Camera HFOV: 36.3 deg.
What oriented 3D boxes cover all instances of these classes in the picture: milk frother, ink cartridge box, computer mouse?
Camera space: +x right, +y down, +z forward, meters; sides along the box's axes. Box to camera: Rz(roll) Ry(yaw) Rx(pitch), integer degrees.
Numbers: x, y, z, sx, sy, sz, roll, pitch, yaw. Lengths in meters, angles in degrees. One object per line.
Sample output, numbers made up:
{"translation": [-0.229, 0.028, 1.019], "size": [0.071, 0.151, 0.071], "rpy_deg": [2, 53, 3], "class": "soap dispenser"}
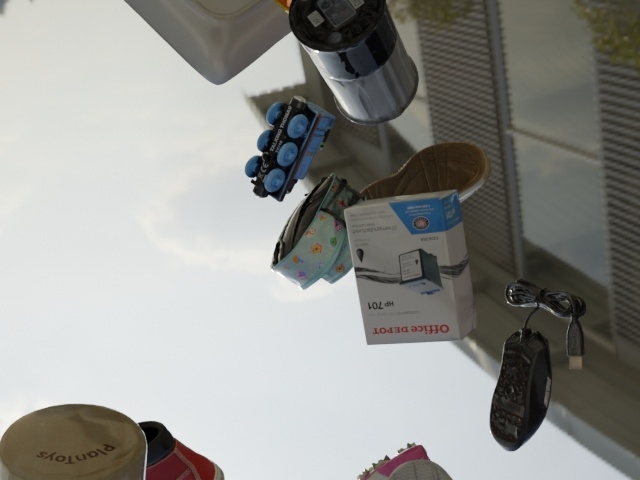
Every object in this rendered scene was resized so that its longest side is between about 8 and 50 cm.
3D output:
{"translation": [0.055, -0.197, 0.858], "size": [0.143, 0.129, 0.135], "rpy_deg": [-19, 155, 11], "class": "milk frother"}
{"translation": [0.122, 0.037, 1.299], "size": [0.139, 0.191, 0.082], "rpy_deg": [-6, -173, 25], "class": "ink cartridge box"}
{"translation": [0.335, 0.192, 1.447], "size": [0.060, 0.262, 0.184], "rpy_deg": [9, 177, -25], "class": "computer mouse"}

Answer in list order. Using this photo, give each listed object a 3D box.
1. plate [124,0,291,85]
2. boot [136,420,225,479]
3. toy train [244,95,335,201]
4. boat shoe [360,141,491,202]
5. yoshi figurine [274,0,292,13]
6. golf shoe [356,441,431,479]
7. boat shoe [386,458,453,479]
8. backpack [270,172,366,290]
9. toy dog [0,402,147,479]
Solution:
{"translation": [-0.117, -0.351, 1.140], "size": [0.277, 0.278, 0.045], "rpy_deg": [-42, 171, -26], "class": "plate"}
{"translation": [-0.279, 0.330, 1.332], "size": [0.244, 0.176, 0.088], "rpy_deg": [-29, -140, 16], "class": "boot"}
{"translation": [-0.053, -0.152, 1.630], "size": [0.080, 0.184, 0.105], "rpy_deg": [35, -161, 35], "class": "toy train"}
{"translation": [0.211, -0.097, 1.893], "size": [0.110, 0.122, 0.341], "rpy_deg": [14, 157, -37], "class": "boat shoe"}
{"translation": [0.074, -0.398, 0.977], "size": [0.203, 0.203, 0.362], "rpy_deg": [41, -98, 21], "class": "yoshi figurine"}
{"translation": [0.097, 0.370, 1.248], "size": [0.115, 0.306, 0.140], "rpy_deg": [-21, -121, -27], "class": "golf shoe"}
{"translation": [0.129, 0.409, 1.043], "size": [0.121, 0.119, 0.335], "rpy_deg": [-15, -118, 18], "class": "boat shoe"}
{"translation": [0.000, 0.000, 1.752], "size": [0.188, 0.144, 0.166], "rpy_deg": [-54, -170, -35], "class": "backpack"}
{"translation": [-0.130, 0.223, 0.459], "size": [0.160, 0.220, 0.334], "rpy_deg": [6, -141, 12], "class": "toy dog"}
